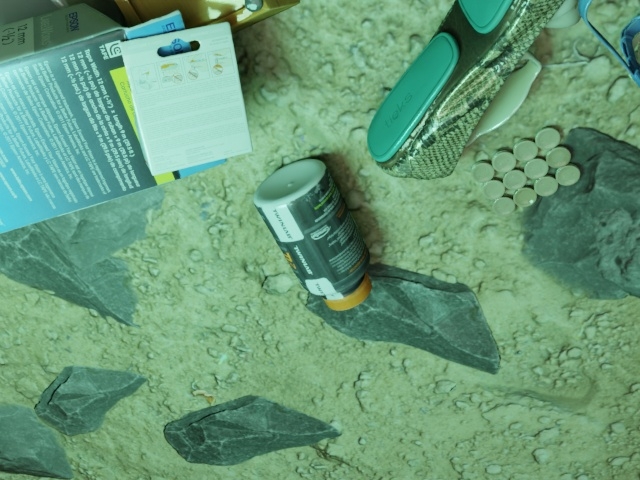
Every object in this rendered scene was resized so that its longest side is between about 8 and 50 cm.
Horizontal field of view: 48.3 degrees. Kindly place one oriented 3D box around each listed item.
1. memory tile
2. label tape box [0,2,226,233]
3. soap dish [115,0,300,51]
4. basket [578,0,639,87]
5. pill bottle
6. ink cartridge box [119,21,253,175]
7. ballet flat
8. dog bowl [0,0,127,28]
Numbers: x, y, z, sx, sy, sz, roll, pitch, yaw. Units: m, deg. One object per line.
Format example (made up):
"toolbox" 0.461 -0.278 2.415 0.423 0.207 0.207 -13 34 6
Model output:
"memory tile" 0.321 -0.106 1.120 0.148 0.012 0.113 -28 117 24
"label tape box" -0.332 -0.176 0.979 0.348 0.115 0.249 -19 136 -6
"soap dish" -0.191 -0.388 0.925 0.229 0.118 0.290 -17 121 20
"basket" 0.486 -0.273 0.858 0.255 0.201 0.289 -34 124 29
"pill bottle" 0.000 0.000 1.169 0.130 0.130 0.245 -17 121 19
"ink cartridge box" -0.177 -0.187 0.943 0.145 0.045 0.179 -16 116 -14
"ballet flat" 0.232 -0.268 0.950 0.182 0.164 0.482 7 135 -24
"dog bowl" -0.464 -0.289 1.048 0.349 0.102 0.348 4 126 6
